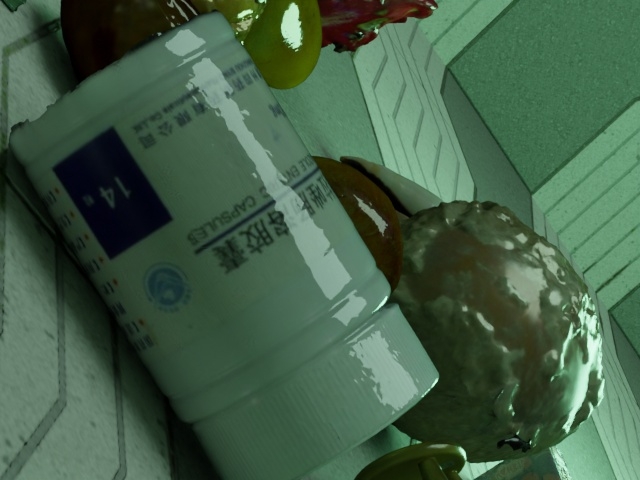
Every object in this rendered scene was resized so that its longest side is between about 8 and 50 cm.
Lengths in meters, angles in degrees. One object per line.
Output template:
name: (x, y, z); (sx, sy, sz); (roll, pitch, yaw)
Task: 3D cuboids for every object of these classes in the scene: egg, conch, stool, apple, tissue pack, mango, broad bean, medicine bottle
egg: (0.159, 0.100, 1.691); (0.310, 0.279, 0.279); (46, 19, -33)
conch: (0.100, -0.051, 2.139); (0.176, 0.094, 0.104); (50, 56, -19)
stool: (0.096, 0.253, 1.448); (0.134, 0.135, 0.110); (-4, 56, -24)
apple: (0.001, -0.006, 1.543); (0.147, 0.163, 0.146); (-92, -165, -84)
tissue pack: (0.247, 0.315, 1.849); (0.060, 0.109, 0.148); (44, 21, -37)
mango: (-0.068, -0.261, 1.905); (0.113, 0.138, 0.253); (50, -10, 29)
broad bean: (-0.148, -0.144, 1.400); (0.228, 0.122, 0.156); (66, -12, 1)
medicine bottle: (-0.068, 0.016, 1.193); (0.332, 0.190, 0.190); (58, 14, -4)

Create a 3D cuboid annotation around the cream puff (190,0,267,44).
cream puff: (-0.138, -0.247, 1.602); (0.189, 0.129, 0.189); (18, 31, -11)

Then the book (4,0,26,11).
book: (-0.282, -0.262, 1.382); (0.103, 0.017, 0.135); (51, 16, -27)

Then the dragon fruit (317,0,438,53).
dragon fruit: (0.016, -0.387, 2.032); (0.371, 0.386, 0.249); (62, 34, -50)
